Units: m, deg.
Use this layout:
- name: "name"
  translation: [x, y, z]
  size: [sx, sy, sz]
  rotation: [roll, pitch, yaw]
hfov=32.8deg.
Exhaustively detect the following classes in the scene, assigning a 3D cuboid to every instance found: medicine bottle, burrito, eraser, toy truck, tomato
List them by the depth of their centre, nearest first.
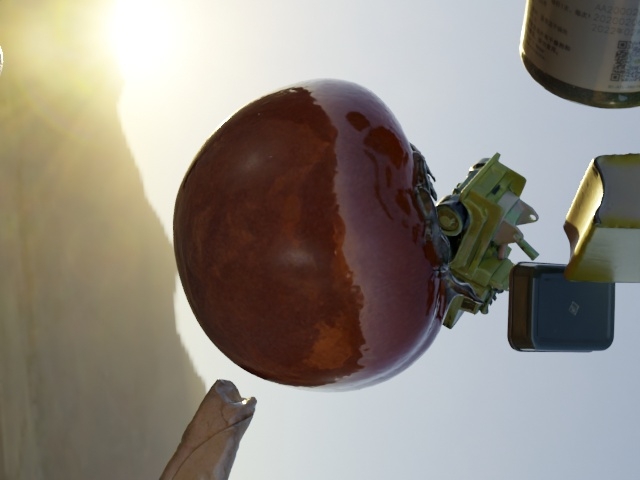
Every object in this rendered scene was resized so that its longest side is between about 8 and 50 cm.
- name: "medicine bottle"
  translation: [0.238, -0.254, 0.824]
  size: [0.141, 0.141, 0.293]
  rotation: [-107, -167, -45]
- name: "tomato"
  translation: [0.000, 0.000, 0.887]
  size: [0.256, 0.224, 0.256]
  rotation: [-17, 90, -80]
- name: "eraser"
  translation: [0.301, -0.015, 0.947]
  size: [0.226, 0.157, 0.069]
  rotation: [66, 23, -75]
- name: "burrito"
  translation: [-0.145, 0.285, 1.209]
  size: [0.059, 0.082, 0.275]
  rotation: [86, 28, -70]
- name: "toy truck"
  translation: [0.198, 0.025, 1.409]
  size: [0.135, 0.128, 0.260]
  rotation: [35, -41, 12]

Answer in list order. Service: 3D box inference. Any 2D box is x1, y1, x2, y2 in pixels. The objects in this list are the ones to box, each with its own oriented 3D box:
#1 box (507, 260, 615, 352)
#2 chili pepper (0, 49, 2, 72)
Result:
- name: "box"
  translation: [0.242, 0.067, 1.079]
  size: [0.031, 0.126, 0.091]
  rotation: [-3, -97, 58]
- name: "chili pepper"
  translation: [-0.492, -0.248, 1.439]
  size: [0.092, 0.137, 0.368]
  rotation: [-70, -152, 24]
